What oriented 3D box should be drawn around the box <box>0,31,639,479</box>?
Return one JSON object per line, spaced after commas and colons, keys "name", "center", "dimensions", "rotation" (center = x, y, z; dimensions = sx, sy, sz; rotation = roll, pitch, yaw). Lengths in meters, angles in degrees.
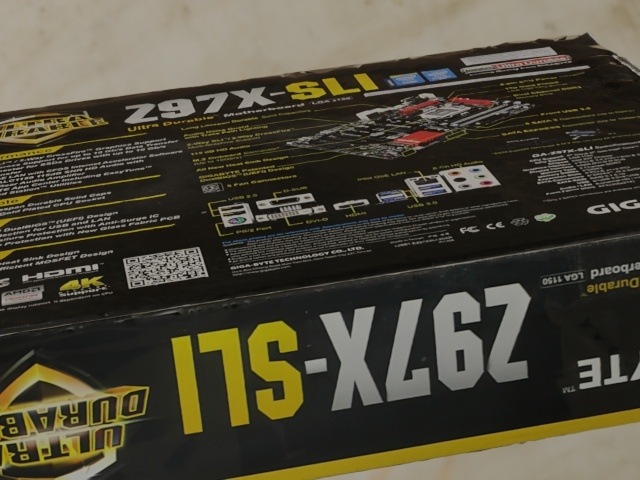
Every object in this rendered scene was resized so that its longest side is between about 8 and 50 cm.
{"name": "box", "center": [0.000, 0.000, 0.659], "dimensions": [0.322, 0.079, 0.257], "rotation": [-9, -160, -8]}
